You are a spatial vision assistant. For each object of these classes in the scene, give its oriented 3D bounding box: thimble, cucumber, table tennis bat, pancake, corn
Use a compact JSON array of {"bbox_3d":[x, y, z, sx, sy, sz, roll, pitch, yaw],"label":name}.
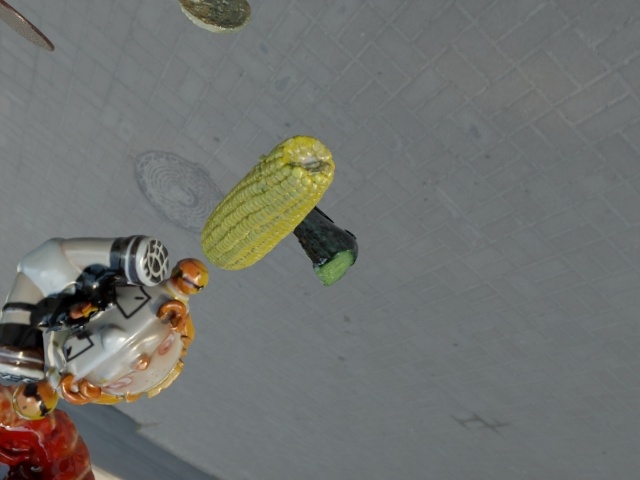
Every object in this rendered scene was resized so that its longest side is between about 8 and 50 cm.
[{"bbox_3d":[-0.556,0.421,0.779,0.350,0.350,0.230,40,102,-14],"label":"thimble"},{"bbox_3d":[0.000,0.000,0.783,0.193,0.085,0.115,46,172,48],"label":"cucumber"},{"bbox_3d":[-0.577,-0.409,0.886,0.274,0.021,0.154,29,171,31],"label":"table tennis bat"},{"bbox_3d":[-0.205,-0.463,0.980,0.151,0.152,0.025,30,143,-1],"label":"pancake"},{"bbox_3d":[-0.056,-0.026,0.453,0.067,0.067,0.206,38,143,-11],"label":"corn"}]

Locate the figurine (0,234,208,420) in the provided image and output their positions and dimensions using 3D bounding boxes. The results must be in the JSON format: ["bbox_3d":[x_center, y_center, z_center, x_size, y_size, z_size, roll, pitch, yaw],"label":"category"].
[{"bbox_3d":[-0.315,0.129,0.754,0.196,0.320,0.323,42,160,27],"label":"figurine"}]
